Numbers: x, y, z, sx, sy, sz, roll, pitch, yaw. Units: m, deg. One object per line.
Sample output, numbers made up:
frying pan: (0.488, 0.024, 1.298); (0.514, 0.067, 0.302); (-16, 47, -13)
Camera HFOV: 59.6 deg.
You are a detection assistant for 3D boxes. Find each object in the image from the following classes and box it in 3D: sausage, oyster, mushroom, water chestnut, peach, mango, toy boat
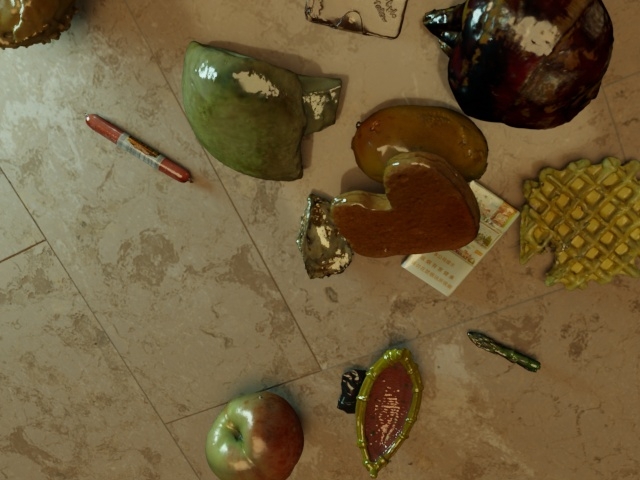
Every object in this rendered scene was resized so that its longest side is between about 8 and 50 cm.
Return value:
sausage: (-0.366, -0.184, 1.125); (0.253, 0.034, 0.034); (32, 111, -5)
oyster: (0.000, -0.008, 1.125); (0.105, 0.056, 0.177); (-21, 107, 3)
mushroom: (-0.121, -0.215, 0.999); (0.292, 0.212, 0.217); (14, 103, -4)
water chestnut: (0.306, -0.301, 0.866); (0.244, 0.289, 0.289); (-19, 106, 19)
peach: (-0.137, 0.450, 1.253); (0.233, 0.232, 0.232); (3, 110, 7)
mango: (0.179, -0.159, 1.009); (0.249, 0.151, 0.156); (7, 142, -1)
toy boat: (0.147, 0.360, 1.217); (0.141, 0.099, 0.317); (10, 108, 1)

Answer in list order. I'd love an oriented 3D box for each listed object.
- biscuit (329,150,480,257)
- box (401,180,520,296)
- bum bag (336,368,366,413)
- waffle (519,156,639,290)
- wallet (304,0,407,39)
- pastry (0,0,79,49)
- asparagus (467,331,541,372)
biscuit: (0.137, -0.060, 0.999); (0.277, 0.052, 0.262); (-9, 143, 34)
box: (0.273, -0.003, 1.099); (0.122, 0.032, 0.220); (33, 110, -5)
bum bag: (0.070, 0.338, 1.251); (0.058, 0.034, 0.124); (2, 111, -7)
waffle: (0.498, -0.026, 1.046); (0.250, 0.056, 0.261); (-5, 107, 5)
wallet: (0.063, -0.415, 0.983); (0.176, 0.026, 0.095); (14, 113, 3)
pastry: (-0.524, -0.486, 0.968); (0.255, 0.162, 0.310); (15, 101, 14)
asparagus: (0.380, 0.231, 1.167); (0.165, 0.036, 0.030); (26, 104, -1)
